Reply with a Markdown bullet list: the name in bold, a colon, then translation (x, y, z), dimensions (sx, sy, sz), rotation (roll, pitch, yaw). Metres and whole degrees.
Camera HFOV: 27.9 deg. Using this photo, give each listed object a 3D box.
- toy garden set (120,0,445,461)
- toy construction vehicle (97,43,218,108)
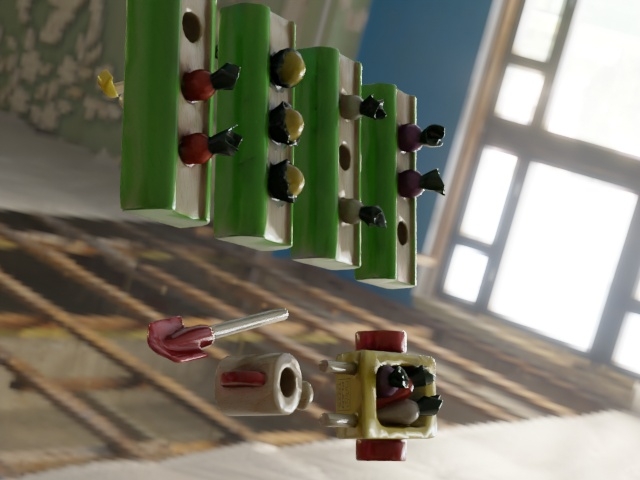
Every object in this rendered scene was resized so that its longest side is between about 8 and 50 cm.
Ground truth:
- **toy garden set**: translation (0.000, 0.000, 0.604), dimensions (0.049, 0.204, 0.244), rotation (-5, 169, 29)
- **toy construction vehicle**: translation (-0.087, -0.108, 0.825), dimensions (0.086, 0.098, 0.035), rotation (47, 166, 42)
